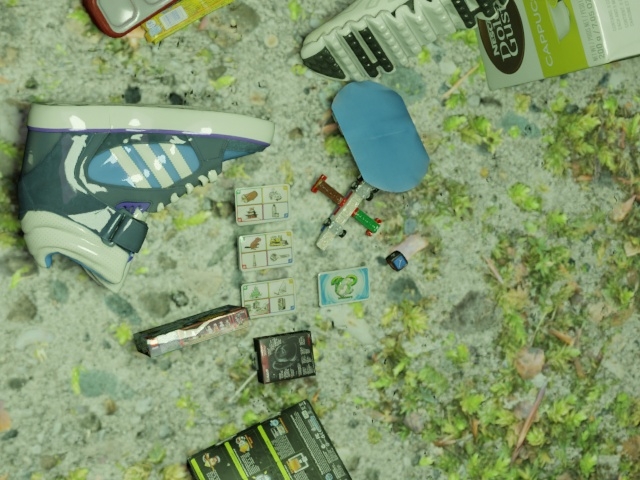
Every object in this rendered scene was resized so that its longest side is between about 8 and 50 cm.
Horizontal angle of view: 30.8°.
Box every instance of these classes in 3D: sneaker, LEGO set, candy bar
[{"bbox_3d":[0.107,-0.312,1.577,0.292,0.118,0.110,-23,143,8],"label":"sneaker"},{"bbox_3d":[-0.220,-0.053,1.476,0.323,0.130,0.236,0,99,-24],"label":"sneaker"},{"bbox_3d":[0.000,0.000,1.595,0.244,0.060,0.182,-8,104,-18],"label":"LEGO set"},{"bbox_3d":[-0.166,-0.309,1.541,0.161,0.018,0.040,-33,96,-16],"label":"candy bar"}]

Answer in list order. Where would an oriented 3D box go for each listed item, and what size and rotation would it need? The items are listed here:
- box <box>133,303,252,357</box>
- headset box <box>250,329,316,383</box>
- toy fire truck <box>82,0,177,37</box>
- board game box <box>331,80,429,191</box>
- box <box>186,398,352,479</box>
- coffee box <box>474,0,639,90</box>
[{"bbox_3d":[-0.166,0.115,1.499,0.137,0.094,0.027,-17,95,-18],"label":"box"},{"bbox_3d":[-0.052,0.157,1.570,0.083,0.032,0.062,-8,92,-18],"label":"headset box"},{"bbox_3d":[-0.205,-0.433,1.471,0.302,0.169,0.254,-37,125,-15],"label":"toy fire truck"},{"bbox_3d":[0.077,-0.139,1.608,0.133,0.033,0.168,-17,80,-40],"label":"board game box"},{"bbox_3d":[-0.053,0.331,1.526,0.184,0.045,0.190,-26,73,-16],"label":"box"},{"bbox_3d":[0.400,-0.415,1.571,0.338,0.334,0.337,-17,96,-16],"label":"coffee box"}]
